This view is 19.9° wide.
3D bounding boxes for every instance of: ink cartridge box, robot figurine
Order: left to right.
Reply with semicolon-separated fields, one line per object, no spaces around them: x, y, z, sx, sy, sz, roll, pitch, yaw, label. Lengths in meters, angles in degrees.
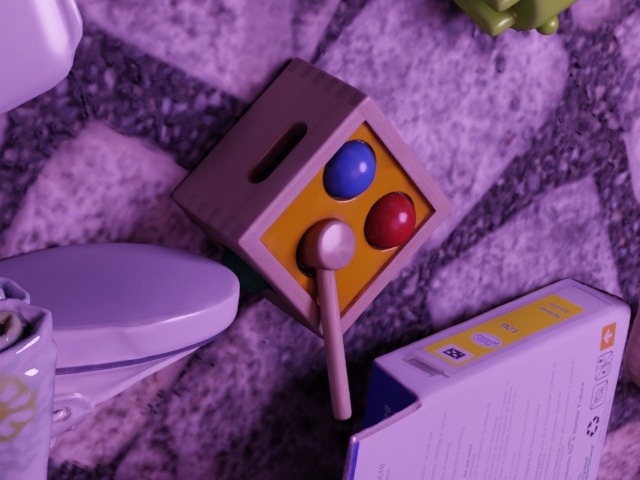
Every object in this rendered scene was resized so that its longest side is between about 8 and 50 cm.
0.074;0.203;1.195;0.307;0.072;0.303;-16;123;-46;ink cartridge box
0.134;-0.170;1.091;0.115;0.067;0.101;-34;157;-22;robot figurine

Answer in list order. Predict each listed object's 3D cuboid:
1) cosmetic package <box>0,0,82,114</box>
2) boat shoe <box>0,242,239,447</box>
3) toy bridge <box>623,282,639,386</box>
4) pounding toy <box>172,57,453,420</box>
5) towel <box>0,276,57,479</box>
-0.347;-0.152;0.526;0.394;0.329;0.327;-30;128;-23;cosmetic package
-0.166;0.073;0.953;0.267;0.096;0.088;-17;126;-31;boat shoe
0.242;0.073;1.293;0.063;0.026;0.188;-48;152;-9;toy bridge
0.000;0.000;1.044;0.141;0.100;0.130;-49;133;-8;pounding toy
-0.288;0.188;0.848;0.320;0.090;0.374;-8;130;-25;towel
